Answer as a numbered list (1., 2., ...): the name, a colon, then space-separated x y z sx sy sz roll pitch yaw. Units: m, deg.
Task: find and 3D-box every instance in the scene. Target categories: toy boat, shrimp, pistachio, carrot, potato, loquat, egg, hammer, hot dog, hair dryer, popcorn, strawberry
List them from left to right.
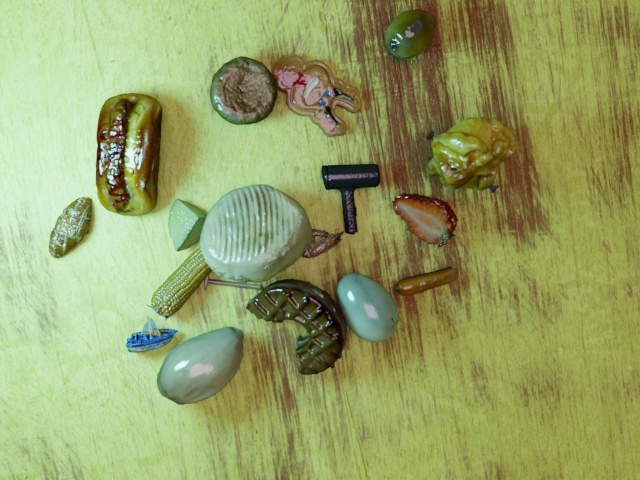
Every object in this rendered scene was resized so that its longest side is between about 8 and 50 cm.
1. hot dog: -0.615 -0.279 1.785 0.185 0.223 0.405 3 93 -10
2. toy boat: -0.573 0.312 1.884 0.175 0.091 0.110 -8 110 -11
3. potato: -0.463 -0.053 1.903 0.120 0.081 0.149 42 106 22
4. pistachio: -0.393 0.414 1.867 0.332 0.208 0.226 -33 53 -11
5. hammer: -0.308 0.157 1.948 0.199 0.013 0.062 8 92 -7
6. shrimp: 0.000 0.000 1.972 0.180 0.041 0.099 -21 81 -4
7. hair dryer: 0.108 -0.145 1.961 0.197 0.089 0.251 -5 103 -9
8. egg: 0.160 0.230 1.925 0.183 0.183 0.264 -35 91 -4
9. loquat: 0.313 -0.715 1.919 0.195 0.152 0.152 -38 97 -12
10. carrot: 0.375 0.150 2.006 0.225 0.067 0.067 -16 95 -8
11. strawberry: 0.385 -0.096 1.984 0.175 0.107 0.236 -31 97 32
12. popcorn: 0.504 -0.277 1.886 0.316 0.297 0.281 -33 80 -36

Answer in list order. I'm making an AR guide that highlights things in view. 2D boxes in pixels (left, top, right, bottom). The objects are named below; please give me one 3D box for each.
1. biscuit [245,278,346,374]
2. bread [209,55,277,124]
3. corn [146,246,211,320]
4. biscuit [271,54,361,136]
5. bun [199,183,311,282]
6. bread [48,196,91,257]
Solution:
1. biscuit: -0.056 0.282 1.893 0.268 0.115 0.366 -39 100 28
2. bread: -0.256 -0.494 1.868 0.230 0.123 0.230 0 89 -11
3. corn: -0.454 0.127 1.885 0.106 0.106 0.305 40 83 -7
4. biscuit: -0.018 -0.515 1.934 0.334 0.047 0.202 36 88 -7
5. bun: -0.217 -0.018 1.836 0.362 0.234 0.326 -30 76 -12
6. bread: -0.829 -0.039 1.844 0.105 0.076 0.233 30 90 -6
